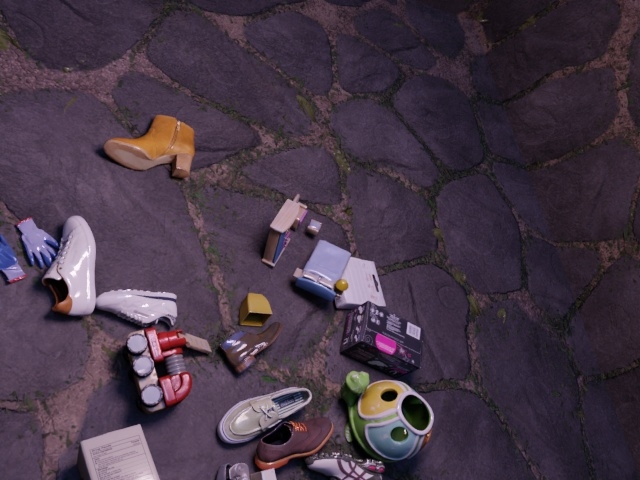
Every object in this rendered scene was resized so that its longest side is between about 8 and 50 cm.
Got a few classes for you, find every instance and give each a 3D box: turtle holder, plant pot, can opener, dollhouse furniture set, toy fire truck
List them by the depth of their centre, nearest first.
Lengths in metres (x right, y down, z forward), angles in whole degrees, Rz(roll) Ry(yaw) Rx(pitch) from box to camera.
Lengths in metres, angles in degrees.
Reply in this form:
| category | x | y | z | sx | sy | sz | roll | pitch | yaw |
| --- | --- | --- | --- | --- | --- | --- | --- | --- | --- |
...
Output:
| category | x | y | z | sx | sy | sz | roll | pitch | yaw |
| --- | --- | --- | --- | --- | --- | --- | --- | --- | --- |
| can opener | -0.219 | 0.742 | 1.613 | 0.076 | 0.095 | 0.283 | 13 | 65 | -57 |
| toy fire truck | -0.401 | 0.344 | 1.670 | 0.247 | 0.158 | 0.216 | -13 | 72 | -27 |
| plant pot | -0.209 | 0.213 | 1.900 | 0.081 | 0.081 | 0.083 | 9 | 48 | -30 |
| turtle holder | 0.216 | 0.535 | 1.904 | 0.243 | 0.227 | 0.320 | -18 | 76 | -38 |
| dollhouse furniture set | 0.000 | 0.000 | 2.019 | 0.304 | 0.198 | 0.286 | 26 | 51 | 4 |

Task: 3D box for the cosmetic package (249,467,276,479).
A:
| category | x | y | z | sx | sy | sz | roll | pitch | yaw |
| --- | --- | --- | --- | --- | --- | --- | --- | --- | --- |
| cosmetic package | -0.164 | 0.664 | 1.652 | 0.041 | 0.115 | 0.060 | 0 | 64 | -35 |

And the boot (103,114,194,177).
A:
| category | x | y | z | sx | sy | sz | roll | pitch | yaw |
| --- | --- | --- | --- | --- | --- | --- | --- | --- | --- |
| boot | -0.552 | -0.329 | 1.966 | 0.295 | 0.104 | 0.211 | 16 | 52 | -32 |

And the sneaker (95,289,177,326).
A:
| category | x | y | z | sx | sy | sz | roll | pitch | yaw |
| --- | --- | --- | --- | --- | --- | --- | --- | --- | --- |
| sneaker | -0.518 | 0.194 | 1.702 | 0.235 | 0.090 | 0.094 | 6 | 71 | -30 |

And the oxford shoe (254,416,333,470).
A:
| category | x | y | z | sx | sy | sz | roll | pitch | yaw |
| --- | --- | --- | --- | --- | --- | --- | --- | --- | --- |
| oxford shoe | -0.066 | 0.571 | 1.760 | 0.271 | 0.098 | 0.097 | -17 | 35 | -39 |

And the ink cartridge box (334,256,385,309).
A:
| category | x | y | z | sx | sy | sz | roll | pitch | yaw |
| --- | --- | --- | --- | --- | --- | --- | --- | --- | --- |
| ink cartridge box | 0.128 | 0.156 | 2.187 | 0.232 | 0.066 | 0.189 | 16 | 55 | -51 |

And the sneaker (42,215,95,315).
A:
| category | x | y | z | sx | sy | sz | roll | pitch | yaw |
| --- | --- | --- | --- | --- | --- | --- | --- | --- | --- |
| sneaker | -0.684 | 0.059 | 1.631 | 0.123 | 0.106 | 0.290 | 11 | 59 | -49 |

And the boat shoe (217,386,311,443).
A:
| category | x | y | z | sx | sy | sz | roll | pitch | yaw |
| --- | --- | --- | --- | --- | --- | --- | --- | --- | --- |
| boat shoe | -0.160 | 0.495 | 1.762 | 0.302 | 0.094 | 0.109 | -19 | 76 | -39 |

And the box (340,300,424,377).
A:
| category | x | y | z | sx | sy | sz | roll | pitch | yaw |
| --- | --- | --- | --- | --- | --- | --- | --- | --- | --- |
| box | 0.212 | 0.341 | 2.067 | 0.247 | 0.142 | 0.163 | 28 | 51 | -20 |

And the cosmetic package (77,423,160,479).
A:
| category | x | y | z | sx | sy | sz | roll | pitch | yaw |
| --- | --- | --- | --- | --- | --- | --- | --- | --- | --- |
| cosmetic package | -0.459 | 0.610 | 1.421 | 0.153 | 0.129 | 0.296 | -8 | 52 | -33 |

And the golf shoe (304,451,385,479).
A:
| category | x | y | z | sx | sy | sz | roll | pitch | yaw |
| --- | --- | --- | --- | --- | --- | --- | --- | --- | --- |
| golf shoe | 0.074 | 0.703 | 1.802 | 0.273 | 0.105 | 0.120 | 20 | 63 | -23 |

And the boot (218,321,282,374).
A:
| category | x | y | z | sx | sy | sz | roll | pitch | yaw |
| --- | --- | --- | --- | --- | --- | --- | --- | --- | --- |
| boot | -0.211 | 0.297 | 1.847 | 0.106 | 0.082 | 0.219 | 49 | 51 | -5 |

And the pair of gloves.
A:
| category | x | y | z | sx | sy | sz | roll | pitch | yaw |
| --- | --- | --- | --- | --- | --- | --- | --- | --- | --- |
| pair of gloves | -0.817 | 0.027 | 1.632 | 0.198 | 0.023 | 0.159 | -34 | 84 | -42 |
